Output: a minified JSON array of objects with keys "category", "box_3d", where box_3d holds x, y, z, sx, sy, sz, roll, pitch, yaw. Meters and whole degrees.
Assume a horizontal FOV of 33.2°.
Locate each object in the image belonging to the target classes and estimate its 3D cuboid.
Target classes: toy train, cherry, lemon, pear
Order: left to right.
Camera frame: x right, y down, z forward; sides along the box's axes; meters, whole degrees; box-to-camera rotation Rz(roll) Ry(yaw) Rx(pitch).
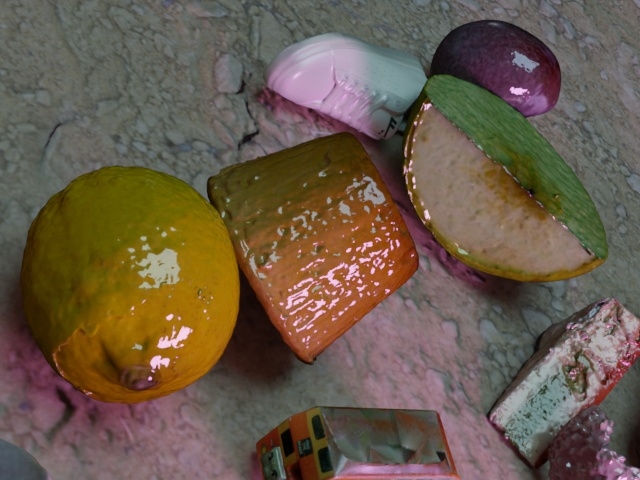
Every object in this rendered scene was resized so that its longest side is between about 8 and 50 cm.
[{"category":"lemon","box_3d":[-0.154,0.034,0.867,0.193,0.180,0.180,47,38,20]},{"category":"toy train","box_3d":[0.038,0.193,0.947,0.188,0.099,0.072,7,51,-35]},{"category":"pear","box_3d":[0.209,-0.078,1.307,0.288,0.139,0.239,42,35,-6]},{"category":"cherry","box_3d":[0.233,-0.225,1.439,0.176,0.176,0.140,-10,104,-45]}]

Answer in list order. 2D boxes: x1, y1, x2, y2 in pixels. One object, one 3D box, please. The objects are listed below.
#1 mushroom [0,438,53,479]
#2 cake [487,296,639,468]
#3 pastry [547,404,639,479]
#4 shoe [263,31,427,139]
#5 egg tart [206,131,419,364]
[{"category":"mushroom","box_3d":[-0.311,0.253,0.579,0.177,0.126,0.397,30,40,-1]},{"category":"cake","box_3d":[0.268,0.160,1.221,0.086,0.117,0.220,44,72,5]},{"category":"pastry","box_3d":[0.320,0.303,1.085,0.265,0.103,0.112,50,46,3]},{"category":"shoe","box_3d":[0.053,-0.177,1.295,0.265,0.095,0.110,-7,61,-47]},{"category":"egg tart","box_3d":[0.000,0.000,0.987,0.202,0.147,0.202,63,-1,2]}]
